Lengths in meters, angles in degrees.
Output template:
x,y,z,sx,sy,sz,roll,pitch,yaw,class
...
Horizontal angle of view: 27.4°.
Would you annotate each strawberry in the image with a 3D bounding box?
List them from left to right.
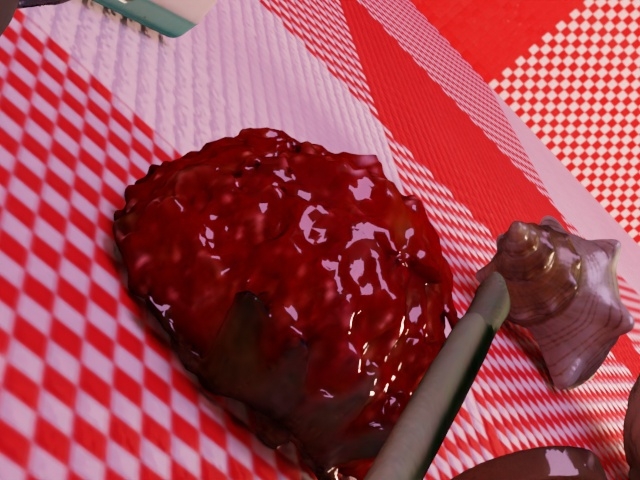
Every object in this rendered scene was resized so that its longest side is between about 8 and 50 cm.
x,y,z,sx,sy,sz,roll,pitch,yaw,class
0.000,0.000,0.637,0.190,0.111,0.236,39,17,-26,strawberry

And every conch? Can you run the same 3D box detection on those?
x,y,z,sx,sy,sz,roll,pitch,yaw,class
0.213,0.056,1.110,0.234,0.114,0.137,48,28,-26,conch

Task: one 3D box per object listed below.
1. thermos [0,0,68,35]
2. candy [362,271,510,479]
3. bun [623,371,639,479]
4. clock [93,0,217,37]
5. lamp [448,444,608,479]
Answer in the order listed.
x,y,z,sx,sy,sz,roll,pitch,yaw,class
-0.197,-0.175,0.471,0.182,0.145,0.287,-3,47,-30,thermos
0.017,0.085,0.409,0.119,0.119,0.440,49,21,0,candy
0.315,0.179,1.077,0.195,0.118,0.195,43,23,-23,bun
-0.172,-0.265,0.787,0.231,0.116,0.262,56,18,22,clock
0.105,0.182,0.463,0.121,0.121,0.215,32,35,-48,lamp
